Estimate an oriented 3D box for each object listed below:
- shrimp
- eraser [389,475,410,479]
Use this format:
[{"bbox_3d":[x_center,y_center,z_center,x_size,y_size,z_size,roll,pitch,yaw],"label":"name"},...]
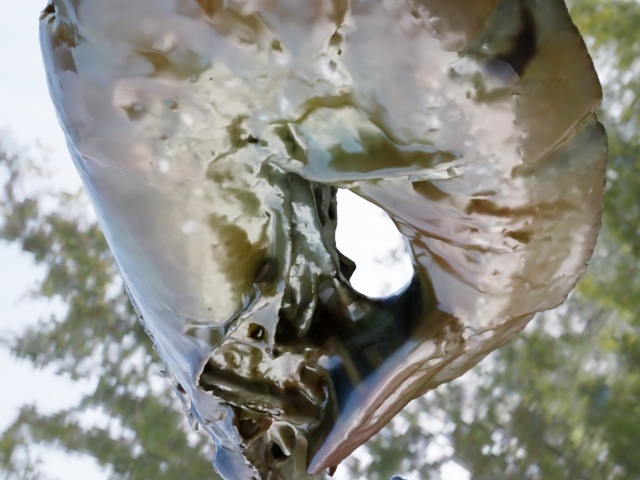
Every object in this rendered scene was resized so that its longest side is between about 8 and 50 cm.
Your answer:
[{"bbox_3d":[0.000,0.001,0.474,0.145,0.267,0.061,12,-136,9],"label":"shrimp"},{"bbox_3d":[0.164,0.248,1.097,0.312,0.042,0.144,31,-166,-41],"label":"eraser"}]
